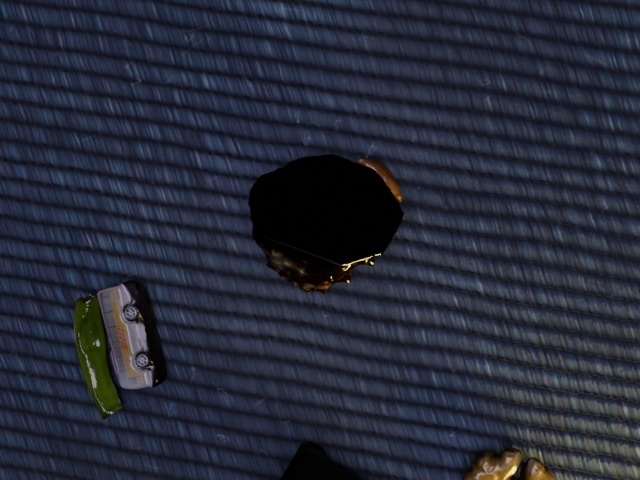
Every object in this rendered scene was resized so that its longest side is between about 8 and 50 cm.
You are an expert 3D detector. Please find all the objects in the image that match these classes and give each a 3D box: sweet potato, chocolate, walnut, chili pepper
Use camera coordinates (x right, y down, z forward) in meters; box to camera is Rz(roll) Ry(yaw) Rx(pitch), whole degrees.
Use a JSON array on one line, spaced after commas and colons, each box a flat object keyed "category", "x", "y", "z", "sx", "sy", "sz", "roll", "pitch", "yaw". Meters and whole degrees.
[{"category": "sweet potato", "x": 0.095, "y": -0.096, "z": 1.402, "sx": 0.034, "sy": 0.034, "sz": 0.095, "roll": -43, "pitch": 101, "yaw": 6}, {"category": "chocolate", "x": 0.000, "y": 0.000, "z": 1.383, "sx": 0.224, "sy": 0.206, "sz": 0.177, "roll": 21, "pitch": 140, "yaw": 12}, {"category": "walnut", "x": 0.284, "y": 0.399, "z": 1.403, "sx": 0.143, "sy": 0.069, "sz": 0.170, "roll": 22, "pitch": 100, "yaw": 6}, {"category": "chili pepper", "x": -0.359, "y": 0.186, "z": 1.448, "sx": 0.052, "sy": 0.050, "sz": 0.201, "roll": -12, "pitch": 92, "yaw": -9}]

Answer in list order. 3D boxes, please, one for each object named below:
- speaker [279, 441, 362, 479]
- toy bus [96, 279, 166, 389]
[{"category": "speaker", "x": 0.011, "y": 0.452, "z": 1.335, "sx": 0.232, "sy": 0.254, "sz": 0.184, "roll": 31, "pitch": 95, "yaw": 1}, {"category": "toy bus", "x": -0.300, "y": 0.151, "z": 1.438, "sx": 0.072, "sy": 0.057, "sz": 0.171, "roll": -13, "pitch": 92, "yaw": 10}]
